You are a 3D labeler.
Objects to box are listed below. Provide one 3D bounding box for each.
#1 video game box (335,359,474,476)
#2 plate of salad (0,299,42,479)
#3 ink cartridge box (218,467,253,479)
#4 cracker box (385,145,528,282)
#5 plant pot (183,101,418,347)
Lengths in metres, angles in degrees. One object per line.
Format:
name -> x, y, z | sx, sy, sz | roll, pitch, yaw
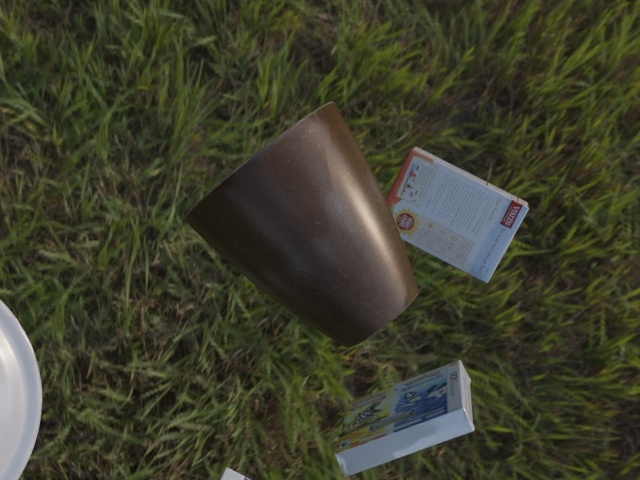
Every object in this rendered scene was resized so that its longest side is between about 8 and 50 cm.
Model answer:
video game box -> 0.131, 0.267, 1.274 | 0.205, 0.187, 0.048 | -23, 97, 12
plate of salad -> -0.282, 0.105, 0.527 | 0.200, 0.048, 0.200 | 0, 91, -20
ink cartridge box -> -0.121, 0.364, 1.089 | 0.063, 0.029, 0.115 | 27, 51, -3
cracker box -> 0.234, -0.048, 1.496 | 0.232, 0.067, 0.155 | 28, 106, 6
plant pot -> 0.000, 0.000, 0.945 | 0.215, 0.215, 0.230 | -39, 92, -23
